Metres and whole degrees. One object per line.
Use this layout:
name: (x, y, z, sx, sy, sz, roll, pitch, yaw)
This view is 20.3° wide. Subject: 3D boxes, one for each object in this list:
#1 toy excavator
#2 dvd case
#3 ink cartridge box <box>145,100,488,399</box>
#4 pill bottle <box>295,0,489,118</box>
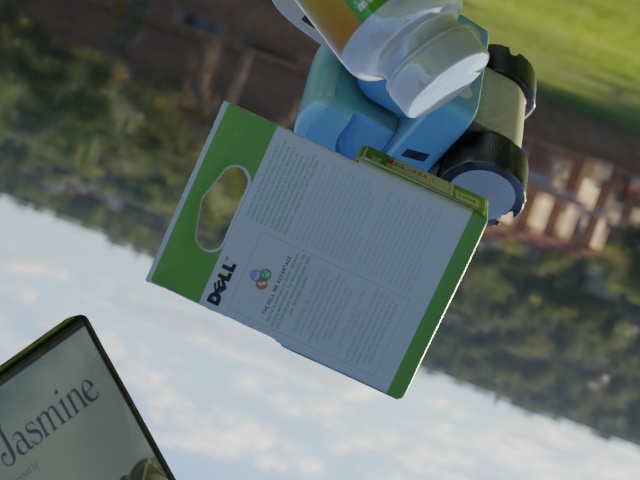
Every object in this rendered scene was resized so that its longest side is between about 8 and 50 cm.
toy excavator: (0.056, -0.204, 2.071, 0.445, 0.433, 0.222, 27, -137, -15)
dvd case: (-0.148, 0.194, 1.097, 0.022, 0.253, 0.180, -17, -165, 44)
ink cartridge box: (0.000, 0.000, 1.620, 0.255, 0.189, 0.097, 25, -168, 1)
pill bottle: (0.053, -0.244, 1.756, 0.245, 0.136, 0.136, 53, -170, 14)
